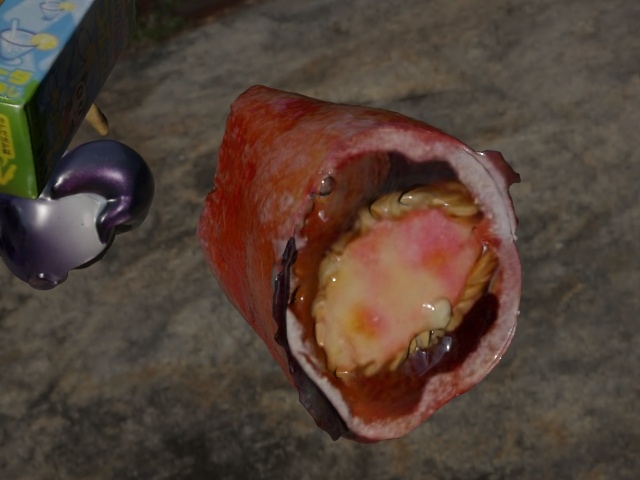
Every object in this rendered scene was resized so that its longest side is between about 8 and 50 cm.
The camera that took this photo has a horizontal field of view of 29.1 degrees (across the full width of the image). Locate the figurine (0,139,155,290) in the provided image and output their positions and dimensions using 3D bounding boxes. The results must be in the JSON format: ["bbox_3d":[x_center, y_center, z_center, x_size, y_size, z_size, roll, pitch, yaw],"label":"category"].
[{"bbox_3d":[-0.273,-0.033,1.210,0.222,0.145,0.145,-15,26,-20],"label":"figurine"}]

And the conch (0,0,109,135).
[{"bbox_3d":[-0.325,-0.206,1.287,0.109,0.330,0.093,21,64,35],"label":"conch"}]

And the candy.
[{"bbox_3d":[-0.195,-0.131,0.879,0.062,0.097,0.194,14,50,7],"label":"candy"}]

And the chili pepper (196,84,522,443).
[{"bbox_3d":[0.000,0.000,1.040,0.229,0.251,0.305,-32,31,-18],"label":"chili pepper"}]
